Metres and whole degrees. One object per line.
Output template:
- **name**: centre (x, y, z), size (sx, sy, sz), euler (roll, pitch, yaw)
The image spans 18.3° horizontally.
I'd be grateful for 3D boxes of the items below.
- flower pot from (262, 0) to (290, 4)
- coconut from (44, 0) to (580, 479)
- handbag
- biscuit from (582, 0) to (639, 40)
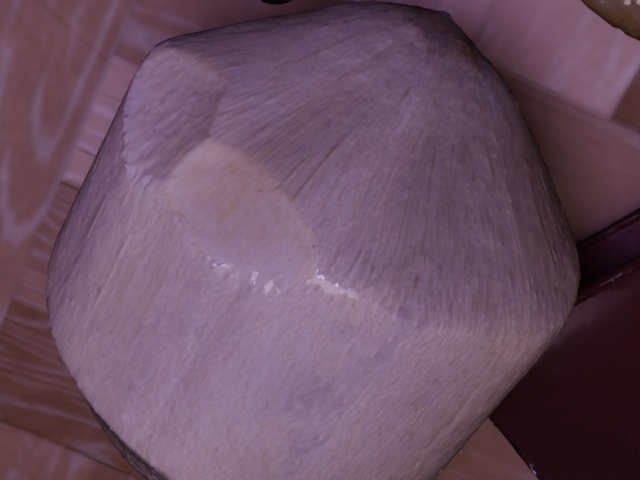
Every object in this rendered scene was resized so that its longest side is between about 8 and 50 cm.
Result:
- **flower pot**: centre (-0.086, -0.261, 0.826), size (0.267, 0.266, 0.266), euler (22, 120, 9)
- **coconut**: centre (0.000, 0.000, 0.960), size (0.237, 0.237, 0.266), euler (31, 124, -9)
- **handbag**: centre (0.244, 0.095, 1.062), size (0.260, 0.084, 0.275), euler (-32, 110, 21)
- **biscuit**: centre (0.205, -0.183, 0.945), size (0.220, 0.033, 0.219), euler (3, 118, 5)
